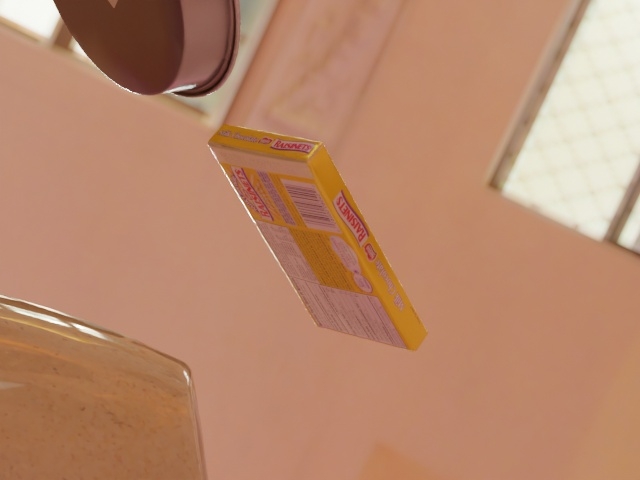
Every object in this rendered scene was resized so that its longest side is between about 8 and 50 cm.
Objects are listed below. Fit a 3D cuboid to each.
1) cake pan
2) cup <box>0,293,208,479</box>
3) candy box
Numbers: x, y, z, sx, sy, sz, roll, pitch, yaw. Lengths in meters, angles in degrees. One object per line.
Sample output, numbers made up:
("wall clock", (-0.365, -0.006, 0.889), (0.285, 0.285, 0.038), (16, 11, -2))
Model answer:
("cake pan", (-0.188, -0.265, 1.866), (0.054, 0.293, 0.293), (-29, -29, -30))
("cup", (-0.171, 0.160, 0.975), (0.331, 0.237, 0.331), (172, 90, -87))
("candy box", (0.000, 0.000, 1.451), (0.027, 0.105, 0.206), (-50, -48, -24))
